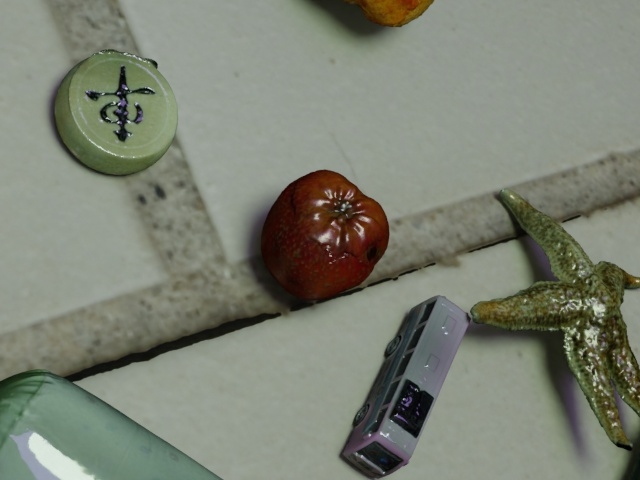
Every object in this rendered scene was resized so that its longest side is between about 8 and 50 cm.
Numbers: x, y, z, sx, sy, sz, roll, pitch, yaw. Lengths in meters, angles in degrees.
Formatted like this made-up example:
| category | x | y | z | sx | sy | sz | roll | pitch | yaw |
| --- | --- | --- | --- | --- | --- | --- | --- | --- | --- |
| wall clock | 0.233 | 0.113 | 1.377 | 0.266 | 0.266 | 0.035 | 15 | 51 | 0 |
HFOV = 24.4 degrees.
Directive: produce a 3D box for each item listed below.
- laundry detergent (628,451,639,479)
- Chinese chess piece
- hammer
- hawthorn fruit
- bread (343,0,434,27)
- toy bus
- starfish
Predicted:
| category | x | y | z | sx | sy | sz | roll | pitch | yaw |
| --- | --- | --- | --- | --- | --- | --- | --- | --- | --- |
| laundry detergent | 0.292 | 0.156 | 1.112 | 0.099 | 0.070 | 0.225 | 34 | 56 | -3 |
| Chinese chess piece | -0.136 | -0.085 | 0.986 | 0.084 | 0.034 | 0.084 | 11 | 66 | -26 |
| hammer | -0.169 | 0.249 | 0.794 | 0.206 | 0.119 | 0.335 | 33 | 64 | -12 |
| hawthorn fruit | 0.000 | 0.000 | 0.999 | 0.093 | 0.093 | 0.093 | 11 | 65 | -26 |
| bread | 0.039 | -0.282 | 1.133 | 0.139 | 0.095 | 0.269 | 23 | 56 | -29 |
| toy bus | 0.061 | 0.099 | 1.013 | 0.037 | 0.052 | 0.130 | 37 | 56 | -14 |
| starfish | 0.188 | 0.051 | 1.089 | 0.217 | 0.050 | 0.223 | -9 | 60 | -38 |
